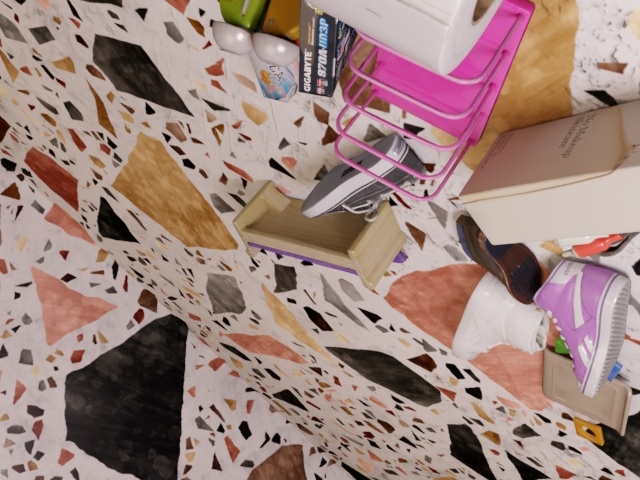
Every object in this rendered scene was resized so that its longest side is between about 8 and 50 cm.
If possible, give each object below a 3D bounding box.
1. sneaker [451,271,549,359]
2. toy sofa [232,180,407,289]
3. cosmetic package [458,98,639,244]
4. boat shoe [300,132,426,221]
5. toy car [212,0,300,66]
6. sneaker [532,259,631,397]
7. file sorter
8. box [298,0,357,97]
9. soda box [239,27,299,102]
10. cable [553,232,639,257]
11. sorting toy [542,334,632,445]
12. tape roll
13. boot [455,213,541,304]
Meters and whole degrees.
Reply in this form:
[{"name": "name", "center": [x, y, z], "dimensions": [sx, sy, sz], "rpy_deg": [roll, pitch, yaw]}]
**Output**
[{"name": "sneaker", "center": [0.376, 0.200, 1.557], "dimensions": [0.169, 0.108, 0.293], "rpy_deg": [31, 151, 19]}, {"name": "toy sofa", "center": [0.000, 0.000, 1.641], "dimensions": [0.362, 0.150, 0.177], "rpy_deg": [13, 143, 38]}, {"name": "cosmetic package", "center": [0.367, -0.093, 1.061], "dimensions": [0.113, 0.160, 0.309], "rpy_deg": [49, 149, -21]}, {"name": "boat shoe", "center": [0.080, -0.099, 1.442], "dimensions": [0.105, 0.113, 0.306], "rpy_deg": [40, 138, -18]}, {"name": "toy car", "center": [-0.067, -0.350, 1.158], "dimensions": [0.181, 0.159, 0.136], "rpy_deg": [22, -174, 28]}, {"name": "sneaker", "center": [0.468, 0.154, 1.377], "dimensions": [0.161, 0.102, 0.282], "rpy_deg": [21, 131, 35]}, {"name": "file sorter", "center": [0.143, -0.223, 1.093], "dimensions": [0.202, 0.182, 0.291], "rpy_deg": [30, 152, 12]}, {"name": "box", "center": [0.023, -0.326, 1.008], "dimensions": [0.051, 0.220, 0.175], "rpy_deg": [12, 138, 8]}, {"name": "soda box", "center": [-0.086, -0.335, 1.318], "dimensions": [0.058, 0.063, 0.183], "rpy_deg": [20, 148, 31]}, {"name": "cable", "center": [0.474, -0.019, 1.143], "dimensions": [0.139, 0.072, 0.287], "rpy_deg": [44, 152, -25]}, {"name": "sorting toy", "center": [0.559, 0.308, 1.577], "dimensions": [0.196, 0.047, 0.348], "rpy_deg": [27, 149, 33]}, {"name": "tape roll", "center": [0.113, -0.314, 0.759], "dimensions": [0.169, 0.246, 0.246], "rpy_deg": [30, 152, 11]}, {"name": "boot", "center": [0.335, 0.030, 1.406], "dimensions": [0.219, 0.082, 0.106], "rpy_deg": [52, 171, -34]}]
